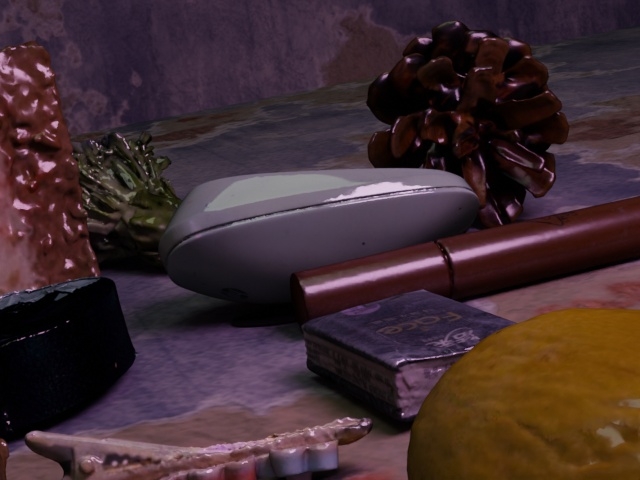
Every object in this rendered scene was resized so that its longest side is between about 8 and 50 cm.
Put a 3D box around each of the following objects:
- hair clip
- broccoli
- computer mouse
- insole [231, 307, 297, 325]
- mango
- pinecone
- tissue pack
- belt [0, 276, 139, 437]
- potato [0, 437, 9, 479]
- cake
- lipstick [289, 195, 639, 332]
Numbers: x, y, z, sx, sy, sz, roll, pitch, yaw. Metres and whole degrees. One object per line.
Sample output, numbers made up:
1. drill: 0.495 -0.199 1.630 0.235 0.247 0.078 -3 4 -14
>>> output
1. hair clip: -0.074 0.138 0.739 0.214 0.056 0.062 -2 -3 -5
2. broccoli: -0.164 -0.025 1.336 0.304 0.145 0.165 20 34 40
3. computer mouse: 0.000 0.006 1.107 0.288 0.097 0.159 -1 -24 -6
4. insole: -0.013 0.064 1.097 0.135 0.002 0.045 -8 14 3
5. mango: 0.182 0.113 0.500 0.332 0.142 0.195 11 27 37
6. pinecone: 0.149 -0.114 1.294 0.203 0.229 0.201 -11 42 -11
7. tissue pack: 0.068 0.078 0.880 0.112 0.051 0.156 -13 13 -22
8. belt: -0.232 0.090 0.975 0.151 0.078 0.198 -7 15 26
9. potato: -0.205 0.119 0.479 0.196 0.246 0.300 -27 24 -31
10. cake: -0.391 -0.041 1.190 0.290 0.255 0.282 -16 7 -26
11. lipstick: 0.150 0.017 1.073 0.357 0.057 0.057 -13 14 -14
